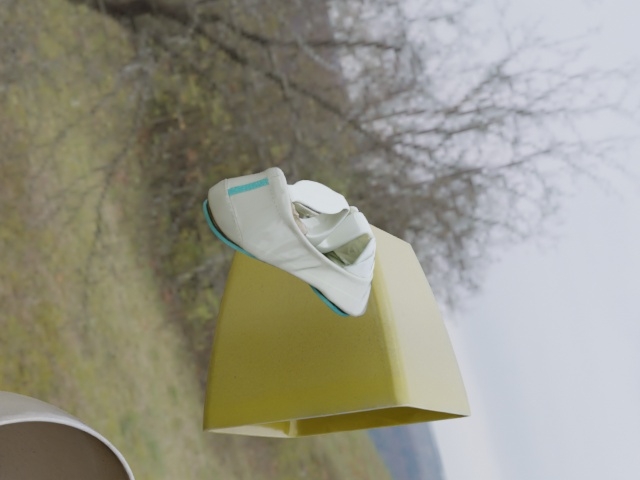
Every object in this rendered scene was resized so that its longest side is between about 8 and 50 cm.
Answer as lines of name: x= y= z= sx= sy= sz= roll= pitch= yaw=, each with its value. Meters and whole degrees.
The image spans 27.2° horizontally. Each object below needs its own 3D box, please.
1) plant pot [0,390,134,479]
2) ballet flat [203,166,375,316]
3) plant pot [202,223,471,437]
plant pot: x=-0.342 y=0.255 z=1.253 sx=0.191 sy=0.284 sz=0.284 roll=30 pitch=-36 yaw=48
ballet flat: x=0.000 y=0.000 z=1.072 sx=0.248 sy=0.086 sz=0.086 roll=31 pitch=41 yaw=-59
plant pot: x=0.014 y=0.093 z=1.336 sx=0.212 sy=0.212 sz=0.187 roll=24 pitch=59 yaw=-64
